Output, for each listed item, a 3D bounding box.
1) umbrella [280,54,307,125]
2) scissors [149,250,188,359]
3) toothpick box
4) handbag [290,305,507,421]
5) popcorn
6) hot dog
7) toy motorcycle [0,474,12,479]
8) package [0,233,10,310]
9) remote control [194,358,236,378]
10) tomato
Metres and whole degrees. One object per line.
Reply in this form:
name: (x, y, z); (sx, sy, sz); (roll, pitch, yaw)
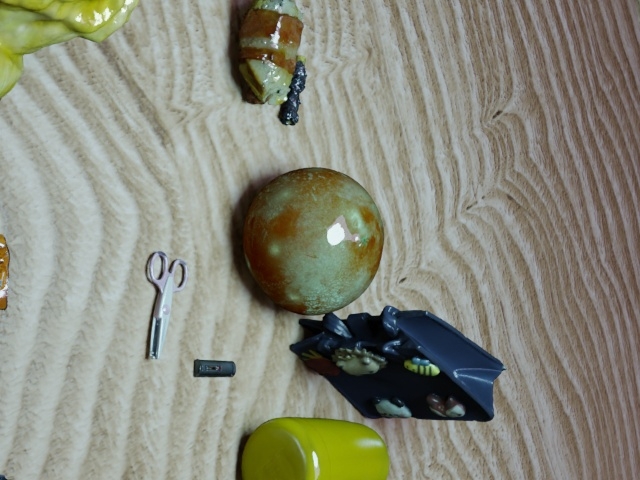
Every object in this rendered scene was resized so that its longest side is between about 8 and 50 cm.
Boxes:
umbrella: (-0.048, -0.289, 1.849); (0.037, 0.040, 0.144); (23, 68, -37)
scissors: (-0.258, 0.108, 1.582); (0.085, 0.022, 0.176); (28, 63, -48)
toothpick box: (0.003, 0.405, 1.746); (0.271, 0.175, 0.175); (11, 78, -52)
handbag: (0.143, 0.237, 1.821); (0.329, 0.303, 0.122); (39, 56, -40)
popcorn: (-0.402, -0.343, 1.253); (0.349, 0.349, 0.382); (-6, 122, -49)
hot dog: (-0.097, -0.350, 1.759); (0.146, 0.103, 0.213); (32, 71, -67)
toy motorcycle: (-0.512, 0.294, 1.183); (0.327, 0.143, 0.188); (54, 49, -21)
package: (-0.464, 0.043, 1.341); (0.077, 0.033, 0.111); (1, 81, -39)
remote control: (-0.180, 0.221, 1.667); (0.091, 0.016, 0.034); (10, 75, -49)
tomato: (0.000, 0.000, 1.741); (0.270, 0.222, 0.270); (8, 79, -46)
